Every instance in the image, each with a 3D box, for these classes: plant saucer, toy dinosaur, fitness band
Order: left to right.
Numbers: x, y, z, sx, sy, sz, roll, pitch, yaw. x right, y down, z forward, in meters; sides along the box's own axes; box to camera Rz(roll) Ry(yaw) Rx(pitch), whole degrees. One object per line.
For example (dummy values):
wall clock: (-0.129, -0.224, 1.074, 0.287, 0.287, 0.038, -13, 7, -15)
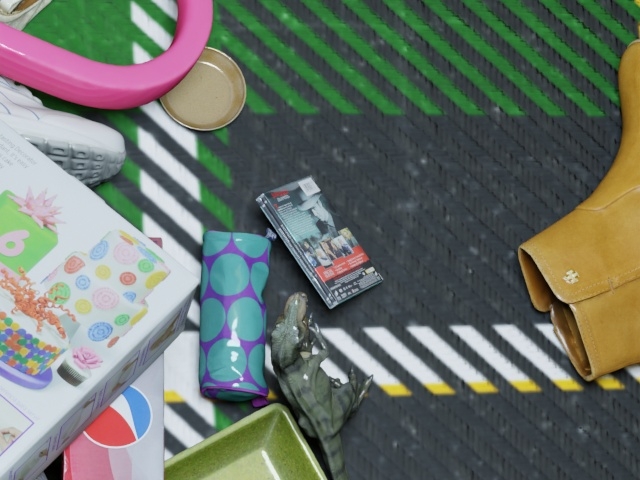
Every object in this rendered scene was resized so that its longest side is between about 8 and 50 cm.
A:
fitness band: (-0.232, -0.231, 1.632, 0.290, 0.054, 0.209, 21, 58, -18)
plant saucer: (-0.111, -0.139, 1.719, 0.083, 0.015, 0.083, 4, 73, -13)
plant saucer: (-0.071, 0.262, 1.586, 0.188, 0.045, 0.188, -26, 81, -20)
toy dinosaur: (0.004, 0.134, 1.608, 0.064, 0.268, 0.118, -16, 34, 13)

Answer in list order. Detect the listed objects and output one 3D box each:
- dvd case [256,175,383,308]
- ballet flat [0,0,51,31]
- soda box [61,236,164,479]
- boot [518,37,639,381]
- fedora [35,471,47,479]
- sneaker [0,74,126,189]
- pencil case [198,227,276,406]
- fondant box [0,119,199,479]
dvd case: (0.000, 0.000, 1.680, 0.119, 0.013, 0.087, 56, 33, 5)
ballet flat: (-0.247, -0.250, 1.699, 0.057, 0.052, 0.168, 36, 68, -2)
soda box: (-0.173, 0.129, 1.546, 0.083, 0.092, 0.263, 2, 58, -8)
boot: (0.275, -0.032, 1.737, 0.211, 0.104, 0.295, -17, 82, -19)
fedora: (-0.339, 0.240, 1.480, 0.275, 0.124, 0.244, 39, 66, 8)
sneaker: (-0.310, -0.122, 1.618, 0.297, 0.111, 0.129, 15, 58, -13)
pencil case: (-0.073, 0.066, 1.637, 0.070, 0.064, 0.152, 24, 62, -51)
fondant box: (-0.291, 0.081, 1.438, 0.238, 0.096, 0.330, 38, 60, 11)
